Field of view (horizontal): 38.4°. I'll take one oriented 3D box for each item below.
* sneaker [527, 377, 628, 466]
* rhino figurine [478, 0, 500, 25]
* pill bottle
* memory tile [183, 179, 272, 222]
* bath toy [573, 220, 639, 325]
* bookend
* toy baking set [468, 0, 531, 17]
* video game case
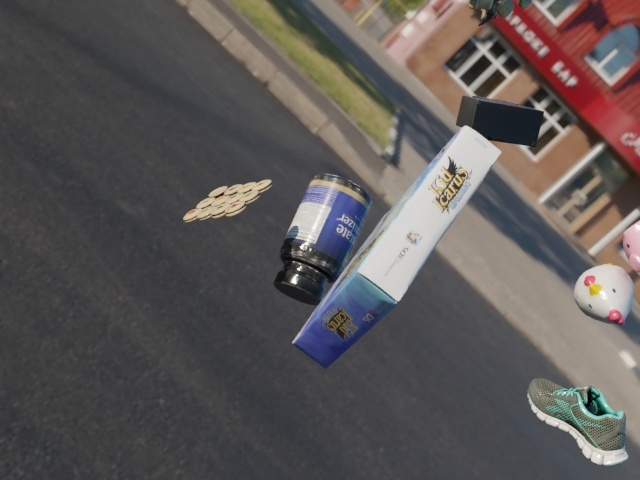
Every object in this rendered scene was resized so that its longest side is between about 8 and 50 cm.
[{"bbox_3d":[0.329,0.210,1.164,0.065,0.076,0.166,-12,28,-28],"label":"sneaker"},{"bbox_3d":[0.421,-0.586,2.097,0.106,0.243,0.073,-15,61,-37],"label":"rhino figurine"},{"bbox_3d":[0.000,0.000,1.659,0.123,0.219,0.123,21,-17,7],"label":"pill bottle"},{"bbox_3d":[-0.157,-0.068,1.553,0.113,0.148,0.012,-43,116,-41],"label":"memory tile"},{"bbox_3d":[0.544,0.010,1.444,0.151,0.348,0.129,42,21,-11],"label":"bath toy"},{"bbox_3d":[0.323,-0.241,1.799,0.157,0.072,0.156,5,14,-26],"label":"bookend"},{"bbox_3d":[0.359,-0.521,1.663,0.197,0.256,0.030,17,21,-48],"label":"toy baking set"},{"bbox_3d":[0.085,0.015,1.121,0.061,0.244,0.269,36,-29,0],"label":"video game case"}]
